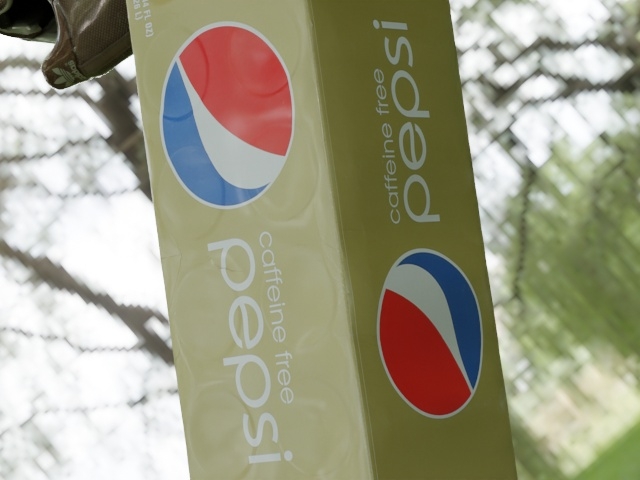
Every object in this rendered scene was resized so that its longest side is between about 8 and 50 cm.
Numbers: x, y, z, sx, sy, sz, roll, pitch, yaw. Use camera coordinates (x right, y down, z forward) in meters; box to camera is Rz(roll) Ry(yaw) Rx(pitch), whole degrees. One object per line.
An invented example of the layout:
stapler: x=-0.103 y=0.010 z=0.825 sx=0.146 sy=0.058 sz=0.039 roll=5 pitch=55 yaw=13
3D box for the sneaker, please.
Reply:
sneaker: x=-0.148 y=-0.142 z=0.903 sx=0.071 sy=0.188 sz=0.066 roll=-40 pitch=-43 yaw=-7

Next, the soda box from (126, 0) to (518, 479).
soda box: x=0.000 y=0.000 z=0.453 sx=0.061 sy=0.181 sz=0.058 roll=-11 pitch=-6 yaw=41
